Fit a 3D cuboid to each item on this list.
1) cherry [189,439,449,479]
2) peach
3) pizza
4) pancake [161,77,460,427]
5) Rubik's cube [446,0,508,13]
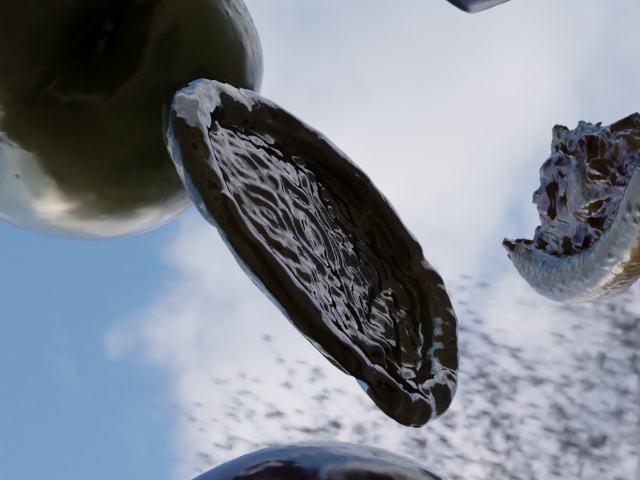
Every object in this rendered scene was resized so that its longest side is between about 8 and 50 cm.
[{"bbox_3d":[-0.013,0.235,0.957,0.203,0.300,0.230,42,-124,-53],"label":"cherry"},{"bbox_3d":[-0.184,-0.134,1.046,0.292,0.292,0.247,29,-101,-43],"label":"peach"},{"bbox_3d":[0.255,-0.032,1.490,0.073,0.365,0.182,-2,-94,-13],"label":"pizza"},{"bbox_3d":[0.000,0.001,0.892,0.031,0.250,0.250,-39,-44,19],"label":"pancake"},{"bbox_3d":[0.091,-0.306,0.614,0.292,0.293,0.287,28,-122,-42],"label":"Rubik's cube"}]
